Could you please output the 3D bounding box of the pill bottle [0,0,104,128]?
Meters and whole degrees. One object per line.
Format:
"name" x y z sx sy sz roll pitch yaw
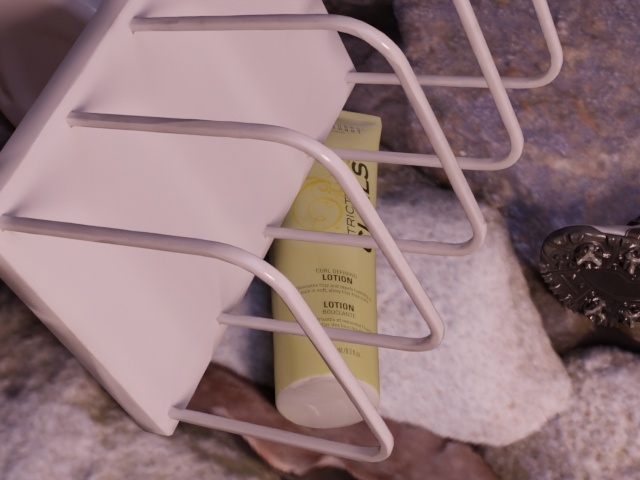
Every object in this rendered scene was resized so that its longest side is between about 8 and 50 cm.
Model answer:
"pill bottle" -0.092 -0.161 0.795 0.136 0.136 0.245 38 50 0

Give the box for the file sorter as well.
"file sorter" -0.009 -0.050 0.656 0.173 0.193 0.277 7 57 33

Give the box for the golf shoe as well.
"golf shoe" 0.234 0.012 0.898 0.198 0.077 0.094 13 40 -24

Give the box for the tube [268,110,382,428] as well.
"tube" 0.000 0.000 0.789 0.070 0.062 0.240 45 33 -42
